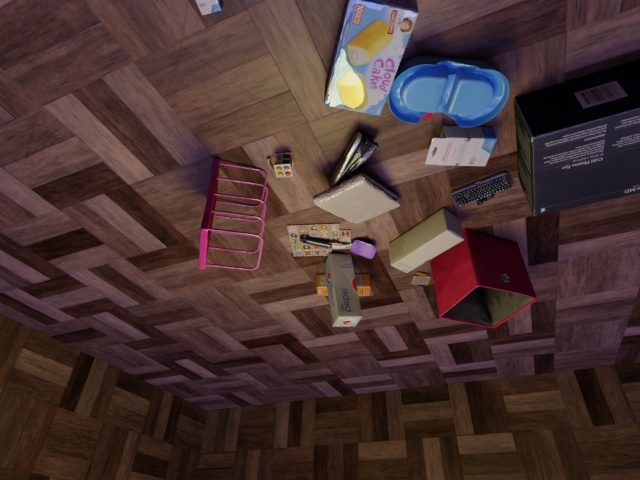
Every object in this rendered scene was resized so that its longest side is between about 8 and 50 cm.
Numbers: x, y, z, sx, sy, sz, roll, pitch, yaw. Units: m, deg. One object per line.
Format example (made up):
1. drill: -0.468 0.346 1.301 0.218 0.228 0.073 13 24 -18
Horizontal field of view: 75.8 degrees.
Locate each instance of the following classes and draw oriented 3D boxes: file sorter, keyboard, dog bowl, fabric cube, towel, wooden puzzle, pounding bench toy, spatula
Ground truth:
1. file sorter: -0.268 -0.075 1.295 0.183 0.290 0.202 8 142 -12
2. keyboard: 0.540 -0.158 1.370 0.180 0.023 0.108 -20 137 27
3. dog bowl: 0.320 -0.384 1.049 0.298 0.074 0.165 4 142 -2
4. fabric cube: 0.607 0.149 1.572 0.254 0.258 0.259 14 141 -13
5. towel: 0.126 -0.132 1.339 0.187 0.049 0.282 -24 156 27
6. wooden puzzle: 0.441 0.173 1.807 0.079 0.014 0.116 9 141 -2
7. pounding bench toy: -0.128 -0.230 1.268 0.083 0.065 0.052 -3 142 7
8. spatula: 0.067 0.020 1.595 0.297 0.030 0.084 8 141 -7

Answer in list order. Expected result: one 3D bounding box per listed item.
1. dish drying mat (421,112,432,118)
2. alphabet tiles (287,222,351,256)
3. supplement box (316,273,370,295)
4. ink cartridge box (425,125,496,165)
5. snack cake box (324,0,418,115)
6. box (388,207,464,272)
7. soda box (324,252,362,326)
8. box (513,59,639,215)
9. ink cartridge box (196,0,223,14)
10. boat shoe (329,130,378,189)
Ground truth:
1. dish drying mat: 0.269 -0.353 1.142 0.083 0.008 0.032 3 141 -1
2. alphabet tiles: 0.000 0.000 1.605 0.238 0.009 0.198 -2 142 5
3. supplement box: 0.099 0.194 1.794 0.234 0.080 0.078 0 140 5
4. ink cartridge box: 0.400 -0.275 1.195 0.180 0.060 0.104 2 143 -1
5. snack cake box: 0.109 -0.440 0.972 0.152 0.089 0.264 9 142 -8
6. box: 0.381 0.006 1.516 0.094 0.113 0.275 26 137 -29
7. soda box: 0.085 0.190 1.614 0.098 0.286 0.091 3 143 -14
8. box: 0.726 -0.262 1.103 0.344 0.178 0.312 -13 139 18
9. ink cartridge box: -0.253 -0.545 0.898 0.048 0.028 0.083 -7 141 11
10. boat shoe: 0.092 -0.221 1.256 0.079 0.084 0.233 20 137 -15
